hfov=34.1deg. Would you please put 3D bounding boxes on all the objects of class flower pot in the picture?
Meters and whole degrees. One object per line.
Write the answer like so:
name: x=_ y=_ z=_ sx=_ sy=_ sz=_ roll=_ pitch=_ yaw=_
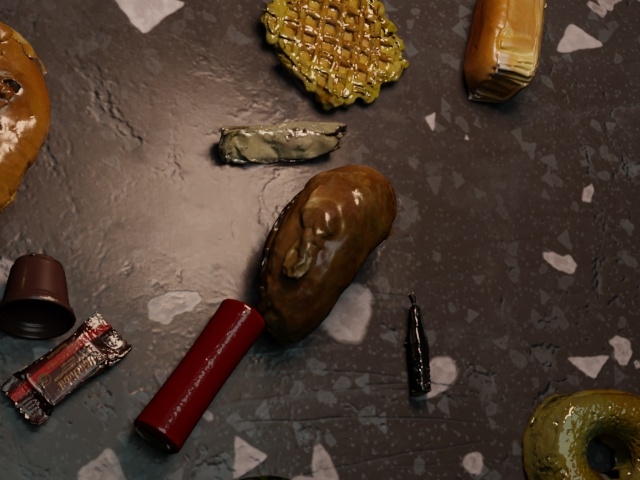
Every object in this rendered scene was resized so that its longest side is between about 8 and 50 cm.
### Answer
flower pot: x=-0.396 y=0.073 z=1.458 sx=0.111 sy=0.111 sz=0.089 roll=8 pitch=52 yaw=-18

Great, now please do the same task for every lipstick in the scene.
lipstick: x=-0.171 y=0.192 z=1.502 sx=0.080 sy=0.080 sz=0.241 roll=37 pitch=62 yaw=-4

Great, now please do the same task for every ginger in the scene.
ginger: x=0.000 y=0.000 z=1.599 sx=0.165 sy=0.172 sz=0.321 roll=19 pitch=59 yaw=32

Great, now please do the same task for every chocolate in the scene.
chocolate: x=-0.355 y=0.179 z=1.466 sx=0.086 sy=0.028 sz=0.182 roll=43 pitch=60 yaw=8

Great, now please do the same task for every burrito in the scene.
burrito: x=-0.060 y=-0.163 z=1.699 sx=0.229 sy=0.058 sz=0.063 roll=-5 pitch=67 yaw=-25

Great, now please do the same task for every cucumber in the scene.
cucumber: x=0.152 y=0.166 z=1.662 sx=0.039 sy=0.043 sz=0.163 roll=-12 pitch=65 yaw=19

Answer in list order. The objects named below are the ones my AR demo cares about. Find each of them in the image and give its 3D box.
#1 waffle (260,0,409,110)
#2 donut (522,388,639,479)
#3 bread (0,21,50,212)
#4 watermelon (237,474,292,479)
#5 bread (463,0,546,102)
waffle: x=0.027 y=-0.349 z=1.807 sx=0.245 sy=0.052 sz=0.254 roll=-34 pitch=86 yaw=-30
donut: x=0.462 y=0.350 z=1.669 sx=0.272 sy=0.107 sz=0.272 roll=7 pitch=67 yaw=-16
bread: x=-0.557 y=-0.159 z=1.425 sx=0.336 sy=0.204 sz=0.358 roll=30 pitch=66 yaw=-11
watermelon: x=-0.088 y=0.437 z=1.347 sx=0.269 sy=0.269 sz=0.269 roll=7 pitch=67 yaw=-18
bread: x=0.329 y=-0.375 z=1.884 sx=0.107 sy=0.136 sz=0.241 roll=18 pitch=66 yaw=-13
